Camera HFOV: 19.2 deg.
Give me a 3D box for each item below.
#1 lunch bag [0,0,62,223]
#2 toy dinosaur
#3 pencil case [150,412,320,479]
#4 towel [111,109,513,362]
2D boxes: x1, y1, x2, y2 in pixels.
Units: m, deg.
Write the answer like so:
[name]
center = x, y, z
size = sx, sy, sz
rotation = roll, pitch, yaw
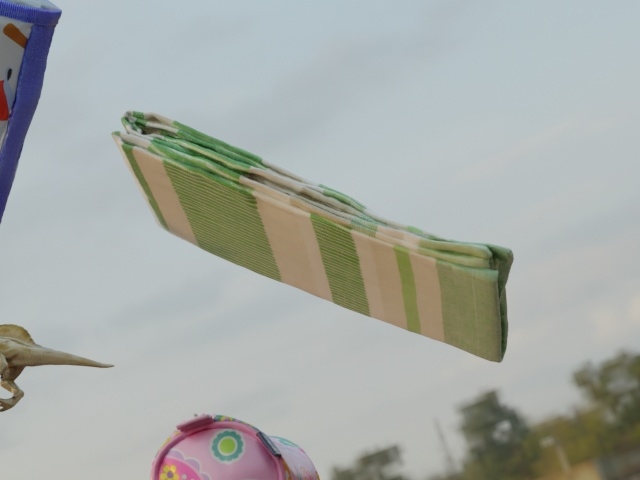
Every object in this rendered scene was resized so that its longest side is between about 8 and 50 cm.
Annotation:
[lunch bag]
center = -0.471, -0.154, 1.940
size = 0.385, 0.328, 0.239
rotation = 22, 14, 16
[toy dinosaur]
center = -0.292, 0.110, 1.774
size = 0.183, 0.093, 0.053
rotation = 8, -51, 8
[pencil case]
center = -0.070, 0.218, 1.685
size = 0.124, 0.124, 0.284
rotation = -21, -13, 4
[towel]
center = 0.000, 0.000, 1.541
size = 0.324, 0.038, 0.248
rotation = 20, -17, 11
